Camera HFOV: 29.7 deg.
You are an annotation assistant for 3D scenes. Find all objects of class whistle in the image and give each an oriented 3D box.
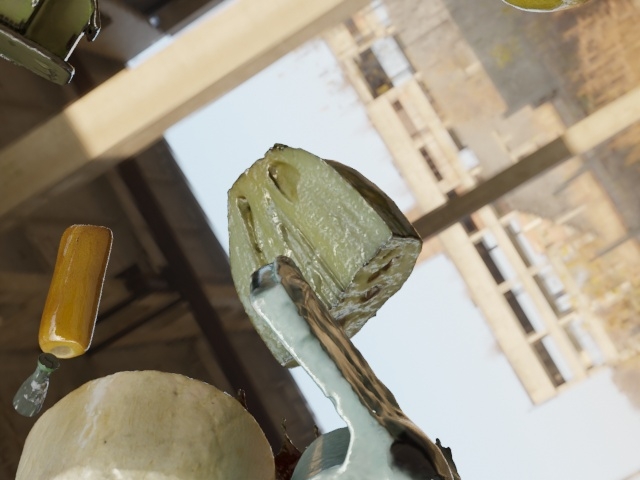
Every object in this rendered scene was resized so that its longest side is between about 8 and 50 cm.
[{"bbox_3d":[0.043,0.209,1.152,0.168,0.188,0.405,-43,-52,-81],"label":"whistle"}]

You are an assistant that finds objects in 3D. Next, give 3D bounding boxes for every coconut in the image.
[{"bbox_3d":[-0.192,0.284,1.327,0.329,0.328,0.329,54,-168,-18],"label":"coconut"}]

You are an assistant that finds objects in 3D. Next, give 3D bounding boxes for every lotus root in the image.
[{"bbox_3d":[-0.014,0.000,1.732,0.149,0.267,0.260,4,-140,-53],"label":"lotus root"}]

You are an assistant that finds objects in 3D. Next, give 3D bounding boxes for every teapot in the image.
[{"bbox_3d":[-0.397,0.201,1.702,0.042,0.111,0.043,21,-141,-18],"label":"teapot"}]

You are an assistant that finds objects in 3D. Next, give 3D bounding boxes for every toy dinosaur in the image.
[{"bbox_3d":[0.015,0.271,1.500,0.327,0.113,0.206,33,-164,-12],"label":"toy dinosaur"}]

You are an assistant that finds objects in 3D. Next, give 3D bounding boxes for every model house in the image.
[{"bbox_3d":[-0.354,-0.366,1.563,0.204,0.279,0.218,29,173,-15],"label":"model house"}]

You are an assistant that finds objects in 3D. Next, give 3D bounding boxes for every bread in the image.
[{"bbox_3d":[-0.409,0.076,2.004,0.074,0.092,0.239,37,-132,-43],"label":"bread"}]

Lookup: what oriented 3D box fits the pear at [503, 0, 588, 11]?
[{"bbox_3d":[0.300,-0.407,1.558,0.209,0.208,0.209,54,-168,-18],"label":"pear"}]
